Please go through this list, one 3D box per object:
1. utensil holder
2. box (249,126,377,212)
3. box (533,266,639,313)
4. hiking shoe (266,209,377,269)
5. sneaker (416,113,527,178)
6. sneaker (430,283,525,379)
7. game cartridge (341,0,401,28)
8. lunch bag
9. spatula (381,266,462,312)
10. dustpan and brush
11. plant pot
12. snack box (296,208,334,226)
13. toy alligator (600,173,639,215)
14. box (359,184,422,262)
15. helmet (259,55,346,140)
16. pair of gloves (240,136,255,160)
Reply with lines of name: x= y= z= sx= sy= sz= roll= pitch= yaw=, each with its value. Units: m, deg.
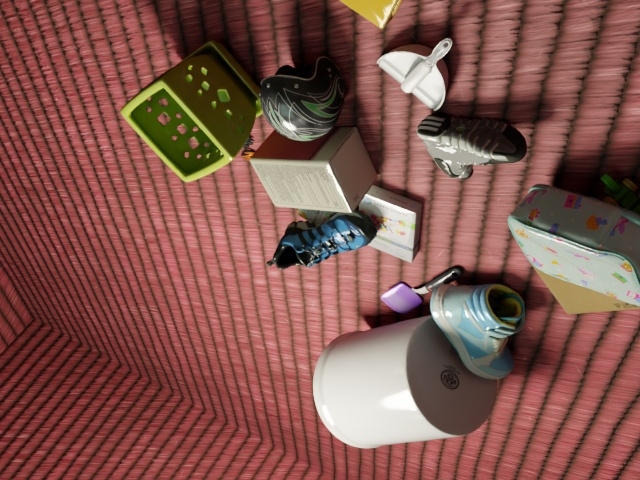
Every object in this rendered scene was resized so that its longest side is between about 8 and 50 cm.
utensil holder: x=0.219 y=0.374 z=2.048 sx=0.327 sy=0.327 sz=0.385 roll=45 pitch=146 yaw=-15
box: x=-0.015 y=-0.162 z=1.745 sx=0.232 sy=0.126 sz=0.148 roll=7 pitch=138 yaw=38
box: x=0.566 y=0.087 z=1.625 sx=0.201 sy=0.021 sz=0.164 roll=-12 pitch=125 yaw=51
hiking shoe: x=0.009 y=0.014 z=1.875 sx=0.304 sy=0.132 sz=0.113 roll=-14 pitch=124 yaw=47
sneaker: x=0.300 y=-0.166 z=1.499 sx=0.229 sy=0.086 sz=0.132 roll=23 pitch=152 yaw=38
sneaker: x=0.421 y=0.221 z=1.847 sx=0.208 sy=0.127 sz=0.319 roll=-12 pitch=132 yaw=45
game cartridge: x=0.030 y=-0.542 z=1.282 sx=0.324 sy=0.052 sz=0.285 roll=37 pitch=149 yaw=3
lunch bag: x=0.497 y=0.010 z=1.449 sx=0.279 sy=0.107 sz=0.224 roll=26 pitch=167 yaw=46
spatula: x=0.260 y=0.121 z=1.951 sx=0.084 sy=0.030 sz=0.296 roll=41 pitch=148 yaw=-10
dustpan and brush: x=0.190 y=-0.316 z=1.410 sx=0.147 sy=0.060 sz=0.211 roll=39 pitch=148 yaw=-5
plant pot: x=-0.265 y=-0.296 z=1.730 sx=0.228 sy=0.207 sz=0.227 roll=48 pitch=147 yaw=-20
snack box: x=0.018 y=-0.064 z=1.927 sx=0.141 sy=0.037 sz=0.100 roll=32 pitch=147 yaw=4
toy alligator: x=0.570 y=-0.056 z=1.410 sx=0.190 sy=0.056 sz=0.051 roll=40 pitch=-170 yaw=-9
box: x=0.161 y=-0.040 z=1.825 sx=0.145 sy=0.038 sz=0.186 roll=23 pitch=145 yaw=19
helmet: x=-0.039 y=-0.283 z=1.575 sx=0.169 sy=0.161 sz=0.169 roll=24 pitch=146 yaw=17
pair of gloves: x=-0.182 y=-0.229 z=1.925 sx=0.074 sy=0.010 sz=0.083 roll=6 pitch=135 yaw=41
